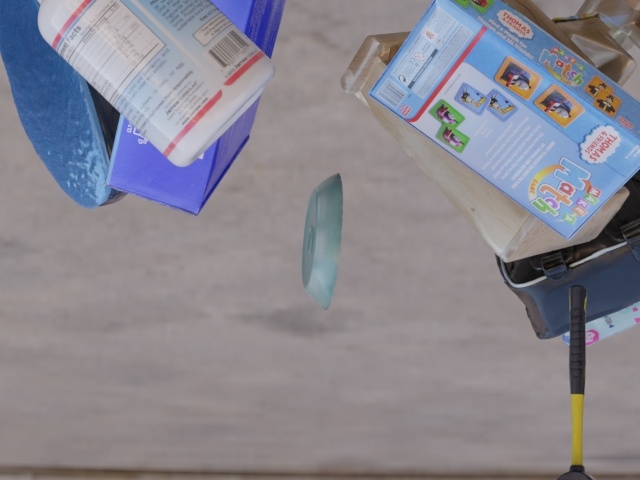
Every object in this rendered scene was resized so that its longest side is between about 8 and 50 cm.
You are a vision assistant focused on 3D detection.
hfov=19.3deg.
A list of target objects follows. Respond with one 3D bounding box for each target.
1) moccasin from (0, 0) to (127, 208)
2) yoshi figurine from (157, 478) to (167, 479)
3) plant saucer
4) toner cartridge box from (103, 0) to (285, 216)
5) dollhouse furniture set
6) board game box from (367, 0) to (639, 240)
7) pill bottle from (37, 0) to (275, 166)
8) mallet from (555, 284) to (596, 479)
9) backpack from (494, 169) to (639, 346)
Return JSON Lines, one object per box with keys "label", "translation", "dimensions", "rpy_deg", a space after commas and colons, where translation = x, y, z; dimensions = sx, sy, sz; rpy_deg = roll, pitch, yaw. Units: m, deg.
{"label": "moccasin", "translation": [-0.246, -0.203, 1.881], "dimensions": [0.117, 0.342, 0.138], "rpy_deg": [-16, 174, -43]}
{"label": "yoshi figurine", "translation": [-0.107, 0.397, 1.613], "dimensions": [0.203, 0.362, 0.203], "rpy_deg": [-36, -165, -1]}
{"label": "plant saucer", "translation": [0.000, 0.000, 1.624], "dimensions": [0.021, 0.119, 0.119], "rpy_deg": [5, 165, -8]}
{"label": "toner cartridge box", "translation": [-0.061, -0.207, 1.320], "dimensions": [0.075, 0.347, 0.165], "rpy_deg": [18, -154, 3]}
{"label": "dollhouse furniture set", "translation": [0.239, -0.215, 1.762], "dimensions": [0.362, 0.256, 0.394], "rpy_deg": [-13, 144, -48]}
{"label": "board game box", "translation": [0.158, -0.107, 1.532], "dimensions": [0.211, 0.039, 0.160], "rpy_deg": [37, 146, 0]}
{"label": "pill bottle", "translation": [-0.110, -0.127, 1.124], "dimensions": [0.160, 0.087, 0.087], "rpy_deg": [45, 159, -1]}
{"label": "mallet", "translation": [0.203, 0.129, 1.491], "dimensions": [0.039, 0.189, 0.062], "rpy_deg": [-1, 175, 14]}
{"label": "backpack", "translation": [0.306, -0.022, 2.100], "dimensions": [0.225, 0.253, 0.191], "rpy_deg": [-25, 133, 12]}
